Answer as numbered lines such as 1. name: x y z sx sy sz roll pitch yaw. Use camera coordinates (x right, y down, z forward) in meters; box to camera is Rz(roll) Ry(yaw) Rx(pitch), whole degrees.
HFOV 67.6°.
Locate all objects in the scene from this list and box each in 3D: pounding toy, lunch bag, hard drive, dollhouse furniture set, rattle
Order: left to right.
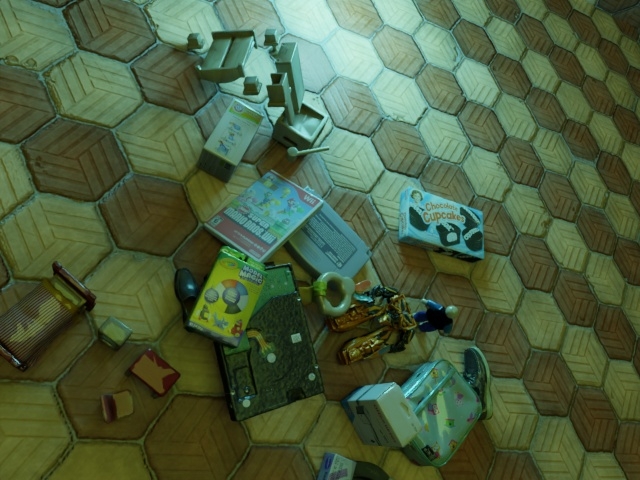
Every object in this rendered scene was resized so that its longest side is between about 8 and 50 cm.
1. dollhouse furniture set: -0.508 0.249 1.036 0.374 0.152 0.201 42 59 -7
2. dollhouse furniture set: -0.240 -0.465 1.414 0.356 0.173 0.303 2 52 10
3. hard drive: -0.143 0.241 1.181 0.237 0.064 0.338 -11 79 -29
4. pounding toy: -0.059 -0.311 1.485 0.181 0.094 0.206 31 61 -2
5. rattle: 0.034 0.158 1.367 0.200 0.143 0.130 -14 69 -47
6. lunch bag: 0.319 0.492 1.379 0.279 0.108 0.224 -36 90 -31

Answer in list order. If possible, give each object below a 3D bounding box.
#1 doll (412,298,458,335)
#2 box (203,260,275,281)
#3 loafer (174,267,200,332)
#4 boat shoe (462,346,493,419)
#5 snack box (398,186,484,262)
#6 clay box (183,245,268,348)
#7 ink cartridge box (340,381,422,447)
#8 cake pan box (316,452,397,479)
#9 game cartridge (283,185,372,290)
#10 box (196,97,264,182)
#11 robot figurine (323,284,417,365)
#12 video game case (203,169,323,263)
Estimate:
1. doll: 0.342 0.230 1.438 0.046 0.189 0.129 -29 87 -31
2. box: -0.202 0.145 1.267 0.180 0.077 0.147 -9 77 -28
3. loafer: -0.329 0.146 1.215 0.062 0.061 0.170 -13 77 -28
4. boat shoe: 0.482 0.447 1.492 0.073 0.080 0.223 2 76 -31
5. snack box: 0.421 -0.051 1.655 0.322 0.060 0.187 15 66 -21
6. clay box: -0.213 0.125 1.118 0.127 0.053 0.222 28 65 -16
7. ink cartridge box: 0.156 0.460 1.262 0.082 0.191 0.139 -27 85 -31
8. cake pan box: 0.087 0.705 1.214 0.246 0.070 0.266 31 61 -15
9. game cartridge: 0.000 0.000 1.436 0.297 0.062 0.198 47 63 -4
10. box: -0.258 -0.288 1.376 0.103 0.114 0.203 29 61 -12
11. robot figurine: 0.164 0.248 1.406 0.291 0.085 0.211 -18 81 -30
12. video game case: -0.156 -0.072 1.352 0.204 0.025 0.285 33 57 19
